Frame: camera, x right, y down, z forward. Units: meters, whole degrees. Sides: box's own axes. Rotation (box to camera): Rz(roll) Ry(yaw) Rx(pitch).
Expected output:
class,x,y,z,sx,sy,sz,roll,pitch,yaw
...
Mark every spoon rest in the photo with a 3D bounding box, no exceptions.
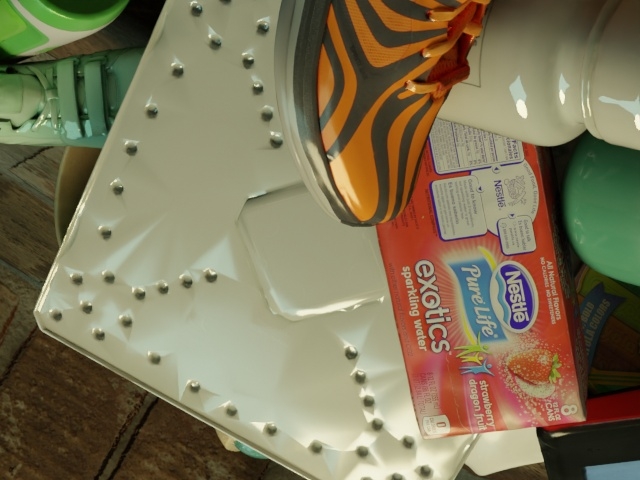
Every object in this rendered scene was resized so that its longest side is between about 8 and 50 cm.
class,x,y,z,sx,sy,sz,roll,pitch,yaw
spoon rest,0.171,0.178,1.471,0.137,0.084,0.276,28,166,3

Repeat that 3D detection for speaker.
class,x,y,z,sx,sy,sz,roll,pitch,yaw
speaker,-0.265,-0.231,1.367,0.131,0.131,0.296,36,163,-23

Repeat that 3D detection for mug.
class,x,y,z,sx,sy,sz,roll,pitch,yaw
mug,0.239,-0.024,1.108,0.097,0.129,0.158,17,144,41

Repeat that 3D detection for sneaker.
class,x,y,z,sx,sy,sz,roll,pitch,yaw
sneaker,-0.240,-0.123,1.377,0.256,0.094,0.151,-6,179,39
sneaker,0.078,-0.138,0.848,0.180,0.124,0.321,15,123,24

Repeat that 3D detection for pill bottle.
class,x,y,z,sx,sy,sz,roll,pitch,yaw
pill bottle,0.127,-0.132,0.979,0.229,0.131,0.131,19,161,33

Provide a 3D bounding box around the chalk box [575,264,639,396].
class,x,y,z,sx,sy,sz,roll,pitch,yaw
chalk box,0.212,0.056,1.411,0.213,0.132,0.132,32,165,-12

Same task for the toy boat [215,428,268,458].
class,x,y,z,sx,sy,sz,roll,pitch,yaw
toy boat,0.026,0.111,1.457,0.148,0.267,0.318,49,156,16

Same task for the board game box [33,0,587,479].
class,x,y,z,sx,sy,sz,roll,pitch,yaw
board game box,0.000,0.000,1.267,0.390,0.390,0.050,29,-157,3

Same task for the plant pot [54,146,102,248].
class,x,y,z,sx,sy,sz,roll,pitch,yaw
plant pot,-0.075,-0.032,1.507,0.256,0.256,0.274,16,177,39

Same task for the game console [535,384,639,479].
class,x,y,z,sx,sy,sz,roll,pitch,yaw
game console,0.378,0.198,1.376,0.342,0.060,0.386,-12,153,7

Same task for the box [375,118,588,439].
class,x,y,z,sx,sy,sz,roll,pitch,yaw
box,0.119,0.007,1.143,0.128,0.122,0.257,-9,107,15
